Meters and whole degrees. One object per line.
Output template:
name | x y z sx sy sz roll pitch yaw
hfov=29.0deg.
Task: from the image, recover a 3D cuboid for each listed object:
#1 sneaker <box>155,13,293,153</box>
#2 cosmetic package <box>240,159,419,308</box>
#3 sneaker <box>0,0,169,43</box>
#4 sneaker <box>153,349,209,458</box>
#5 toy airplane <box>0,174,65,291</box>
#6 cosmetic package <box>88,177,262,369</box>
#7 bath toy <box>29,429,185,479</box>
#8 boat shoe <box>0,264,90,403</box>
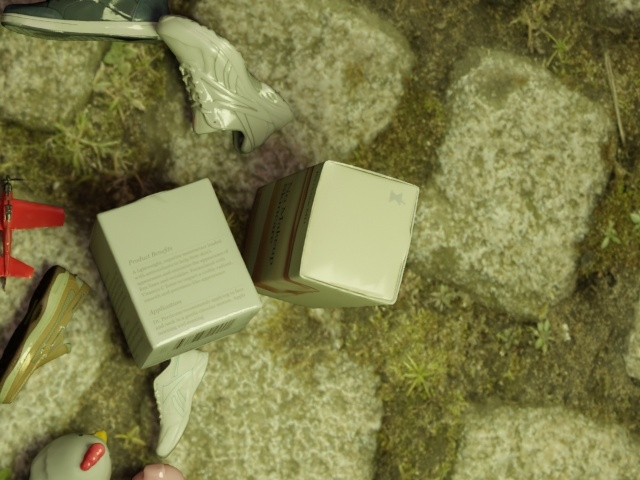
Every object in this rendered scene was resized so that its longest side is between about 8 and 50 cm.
sneaker | -0.143 -0.200 1.645 0.232 0.090 0.115 43 83 -27
cosmetic package | 0.000 0.000 1.579 0.129 0.296 0.153 16 80 -17
sneaker | -0.306 -0.342 1.615 0.226 0.086 0.163 -3 97 -28
sneaker | -0.196 0.210 1.628 0.061 0.054 0.152 19 71 -10
toy airplane | -0.404 -0.010 1.588 0.151 0.028 0.151 2 84 -19
cosmetic package | -0.189 0.044 1.574 0.151 0.151 0.183 -20 80 -20
bath toy | -0.200 0.349 1.571 0.348 0.129 0.151 36 41 -13
boat shoe | -0.350 0.129 1.577 0.072 0.068 0.190 32 75 -25
